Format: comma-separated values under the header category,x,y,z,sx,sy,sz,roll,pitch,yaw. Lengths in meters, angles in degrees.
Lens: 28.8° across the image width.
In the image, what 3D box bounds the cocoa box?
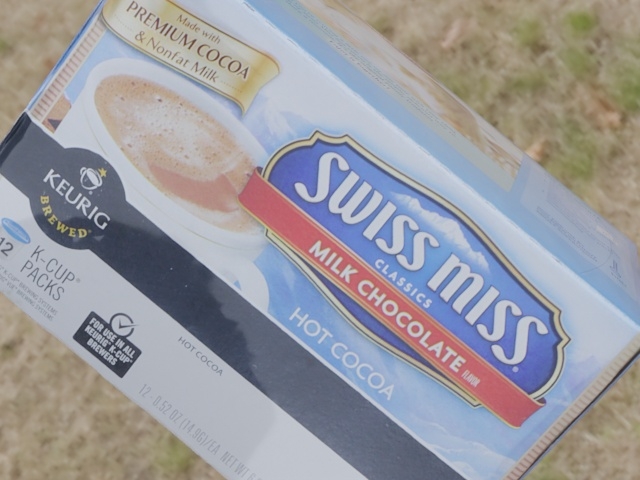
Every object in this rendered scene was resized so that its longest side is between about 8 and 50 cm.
category,x,y,z,sx,sy,sz,roll,pitch,yaw
cocoa box,0.000,0.000,0.774,0.228,0.347,0.231,-51,-1,17
